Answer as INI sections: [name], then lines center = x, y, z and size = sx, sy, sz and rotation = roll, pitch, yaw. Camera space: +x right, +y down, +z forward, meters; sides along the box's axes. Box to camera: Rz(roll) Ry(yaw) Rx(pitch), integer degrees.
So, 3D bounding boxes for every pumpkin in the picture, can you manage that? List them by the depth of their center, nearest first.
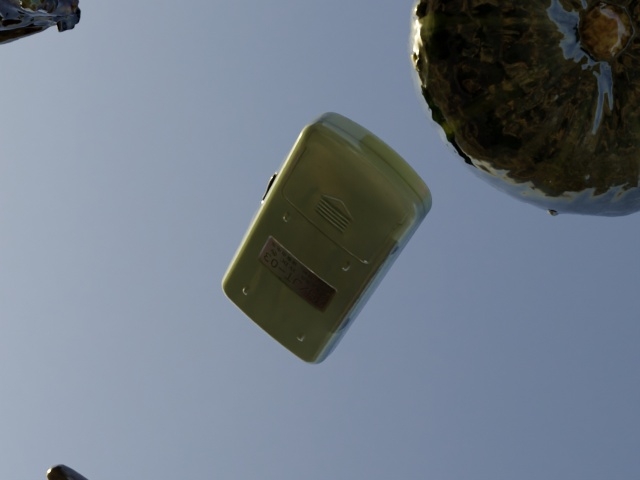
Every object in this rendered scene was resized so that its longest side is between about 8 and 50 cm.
[pumpkin]
center = 0.221, -0.167, 1.352
size = 0.207, 0.300, 0.300
rotation = -127, -154, -84

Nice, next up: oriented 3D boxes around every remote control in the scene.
[remote control]
center = 0.000, 0.000, 1.491
size = 0.140, 0.056, 0.296
rotation = 38, -39, 6

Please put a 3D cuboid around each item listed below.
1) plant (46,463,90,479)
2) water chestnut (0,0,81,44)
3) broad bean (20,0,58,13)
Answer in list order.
[plant]
center = -0.104, 0.275, 1.108
size = 0.194, 0.320, 0.182
rotation = -93, -176, -50
[water chestnut]
center = -0.343, -0.232, 1.257
size = 0.289, 0.244, 0.289
rotation = 156, -90, -84
[broad bean]
center = -0.200, -0.208, 0.846
size = 0.214, 0.070, 0.048
rotation = 58, -15, -26
